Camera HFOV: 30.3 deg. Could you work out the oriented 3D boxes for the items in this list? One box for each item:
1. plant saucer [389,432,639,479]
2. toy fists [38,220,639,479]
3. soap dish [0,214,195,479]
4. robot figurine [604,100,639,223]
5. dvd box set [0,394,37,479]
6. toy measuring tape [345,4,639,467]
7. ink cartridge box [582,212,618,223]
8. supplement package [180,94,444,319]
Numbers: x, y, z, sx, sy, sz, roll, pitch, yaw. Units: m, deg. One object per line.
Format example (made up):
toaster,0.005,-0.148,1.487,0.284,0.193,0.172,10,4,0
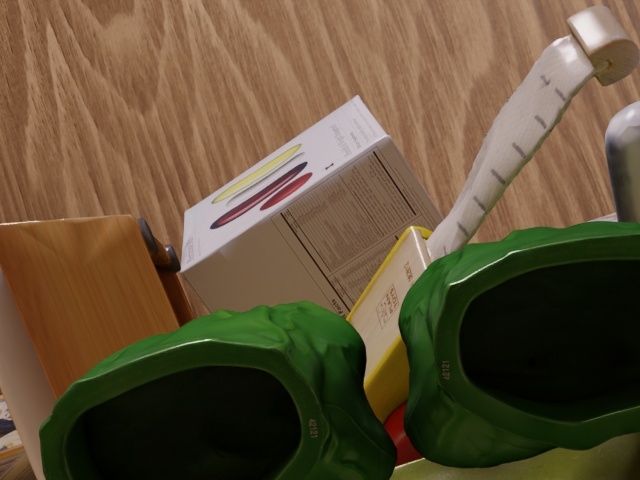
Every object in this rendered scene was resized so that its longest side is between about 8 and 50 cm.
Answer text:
plant saucer,0.046,0.118,0.462,0.241,0.037,0.241,-18,-4,-1
toy fists,0.028,0.058,0.485,0.279,0.096,0.142,-17,3,5
soap dish,-0.132,0.097,0.823,0.118,0.229,0.291,-23,-3,-5
robot figurine,0.318,-0.049,0.564,0.353,0.200,0.300,-17,18,-11
dvd box set,-0.285,0.226,1.263,0.420,0.062,0.307,-14,-23,-49
toy measuring tape,0.092,0.037,0.619,0.121,0.121,0.330,-13,-38,-50
ink cartridge box,0.219,0.061,1.131,0.226,0.131,0.306,-22,-6,43
supplement package,0.000,0.000,1.048,0.203,0.149,0.194,-34,17,4
